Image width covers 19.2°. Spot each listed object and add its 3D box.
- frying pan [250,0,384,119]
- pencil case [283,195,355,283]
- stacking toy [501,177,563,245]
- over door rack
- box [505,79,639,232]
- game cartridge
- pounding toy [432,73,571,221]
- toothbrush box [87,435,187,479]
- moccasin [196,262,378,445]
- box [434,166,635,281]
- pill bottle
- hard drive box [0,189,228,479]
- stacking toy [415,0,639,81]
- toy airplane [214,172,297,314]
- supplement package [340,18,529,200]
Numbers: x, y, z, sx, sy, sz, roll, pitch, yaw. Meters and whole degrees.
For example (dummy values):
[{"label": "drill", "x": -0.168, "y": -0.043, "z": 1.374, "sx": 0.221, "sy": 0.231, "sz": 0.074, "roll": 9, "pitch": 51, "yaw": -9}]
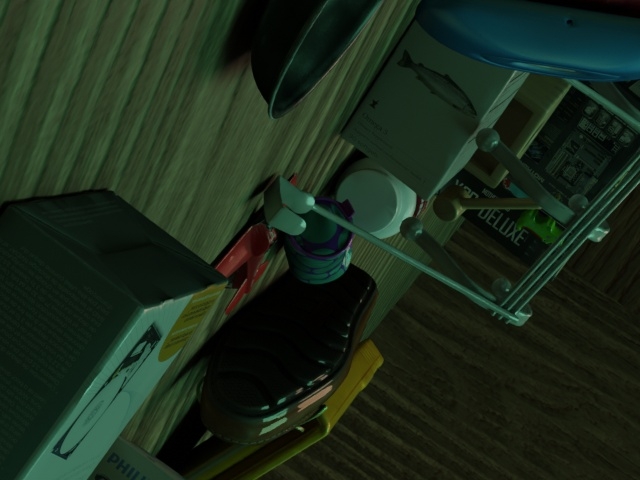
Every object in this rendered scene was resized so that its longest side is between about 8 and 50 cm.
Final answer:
[{"label": "frying pan", "x": 0.046, "y": -0.189, "z": 1.184, "sx": 0.197, "sy": 0.053, "sz": 0.326, "roll": -58, "pitch": 174, "yaw": 38}, {"label": "pencil case", "x": 0.000, "y": 0.000, "z": 1.841, "sx": 0.070, "sy": 0.064, "sz": 0.151, "roll": -30, "pitch": 172, "yaw": -6}, {"label": "stacking toy", "x": 0.210, "y": -0.088, "z": 2.238, "sx": 0.167, "sy": 0.221, "sz": 0.052, "roll": -52, "pitch": 173, "yaw": -51}, {"label": "over door rack", "x": 0.131, "y": -0.076, "z": 1.612, "sx": 0.324, "sy": 0.108, "sz": 0.239, "roll": 23, "pitch": 116, "yaw": -39}, {"label": "box", "x": 0.257, "y": -0.149, "z": 2.139, "sx": 0.059, "sy": 0.233, "sz": 0.183, "roll": -34, "pitch": 161, "yaw": -54}, {"label": "game cartridge", "x": -0.074, "y": 0.238, "z": 2.266, "sx": 0.285, "sy": 0.052, "sz": 0.324, "roll": -33, "pitch": 180, "yaw": 17}, {"label": "pounding toy", "x": 0.191, "y": -0.113, "z": 2.093, "sx": 0.094, "sy": 0.181, "sz": 0.206, "roll": -47, "pitch": 171, "yaw": -48}, {"label": "toothbrush box", "x": -0.137, "y": 0.298, "z": 1.791, "sx": 0.126, "sy": 0.216, "sz": 0.295, "roll": -52, "pitch": 175, "yaw": -8}, {"label": "moccasin", "x": -0.044, "y": 0.132, "z": 2.015, "sx": 0.380, "sy": 0.139, "sz": 0.147, "roll": -63, "pitch": 178, "yaw": -68}, {"label": "box", "x": 0.260, "y": -0.094, "z": 2.443, "sx": 0.076, "sy": 0.242, "sz": 0.307, "roll": -56, "pitch": 172, "yaw": 29}, {"label": "pill bottle", "x": 0.062, "y": -0.046, "z": 1.949, "sx": 0.086, "sy": 0.086, "sz": 0.152, "roll": -54, "pitch": 174, "yaw": 13}, {"label": "hard drive box", "x": -0.167, "y": 0.093, "z": 1.004, "sx": 0.232, "sy": 0.089, "sz": 0.181, "roll": -54, "pitch": 173, "yaw": 10}, {"label": "stacking toy", "x": 0.164, "y": -0.253, "z": 1.159, "sx": 0.166, "sy": 0.175, "sz": 0.302, "roll": -57, "pitch": 155, "yaw": -87}, {"label": "toy airplane", "x": -0.060, "y": 0.013, "z": 1.636, "sx": 0.151, "sy": 0.028, "sz": 0.151, "roll": -53, "pitch": 175, "yaw": -7}, {"label": "supplement package", "x": 0.118, "y": -0.145, "z": 1.721, "sx": 0.179, "sy": 0.105, "sz": 0.105, "roll": -57, "pitch": 170, "yaw": 31}]
